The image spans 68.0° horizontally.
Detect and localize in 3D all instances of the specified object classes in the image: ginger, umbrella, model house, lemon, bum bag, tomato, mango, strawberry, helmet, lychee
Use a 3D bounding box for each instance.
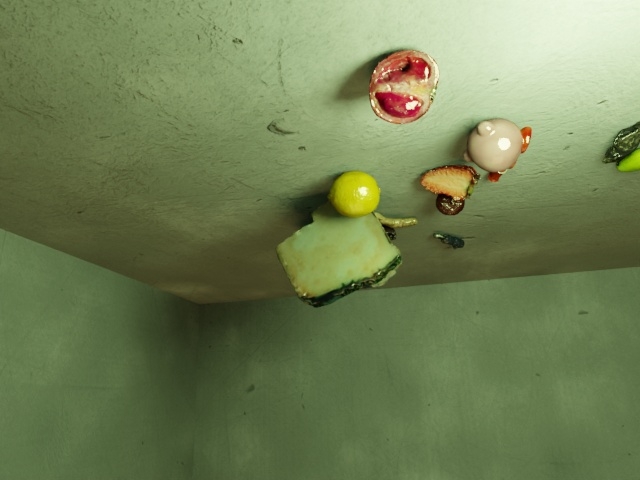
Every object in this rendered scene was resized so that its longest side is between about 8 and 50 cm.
[{"bbox_3d":[0.336,-0.089,2.236,0.287,0.075,0.089,3,-176,-30],"label":"ginger"},{"bbox_3d":[0.693,0.002,2.558,0.248,0.071,0.070,14,156,-43],"label":"umbrella"},{"bbox_3d":[0.101,0.092,2.038,0.445,0.395,0.400,-34,157,2],"label":"model house"},{"bbox_3d":[0.126,-0.173,1.788,0.202,0.179,0.178,-7,162,-1],"label":"lemon"},{"bbox_3d":[1.036,-0.323,1.617,0.102,0.069,0.248,-42,154,2],"label":"bum bag"},{"bbox_3d":[0.215,-0.407,1.241,0.173,0.099,0.190,12,122,2],"label":"tomato"},{"bbox_3d":[1.156,-0.289,1.728,0.091,0.074,0.165,0,162,-12],"label":"mango"},{"bbox_3d":[0.498,-0.244,1.805,0.207,0.087,0.167,22,142,7],"label":"strawberry"},{"bbox_3d":[0.327,-0.042,2.376,0.098,0.071,0.123,-14,152,16],"label":"helmet"},{"bbox_3d":[0.539,-0.159,1.980,0.123,0.124,0.129,-1,170,-4],"label":"lychee"}]

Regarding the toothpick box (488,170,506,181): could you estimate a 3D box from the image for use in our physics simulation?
[{"bbox_3d":[0.673,-0.258,1.807,0.047,0.047,0.083,-2,163,-2],"label":"toothpick box"}]

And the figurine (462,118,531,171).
[{"bbox_3d":[0.544,-0.298,1.486,0.173,0.174,0.173,-2,162,-1],"label":"figurine"}]

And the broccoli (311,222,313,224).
[{"bbox_3d":[0.001,-0.003,2.299,0.226,0.176,0.198,17,160,-11],"label":"broccoli"}]
